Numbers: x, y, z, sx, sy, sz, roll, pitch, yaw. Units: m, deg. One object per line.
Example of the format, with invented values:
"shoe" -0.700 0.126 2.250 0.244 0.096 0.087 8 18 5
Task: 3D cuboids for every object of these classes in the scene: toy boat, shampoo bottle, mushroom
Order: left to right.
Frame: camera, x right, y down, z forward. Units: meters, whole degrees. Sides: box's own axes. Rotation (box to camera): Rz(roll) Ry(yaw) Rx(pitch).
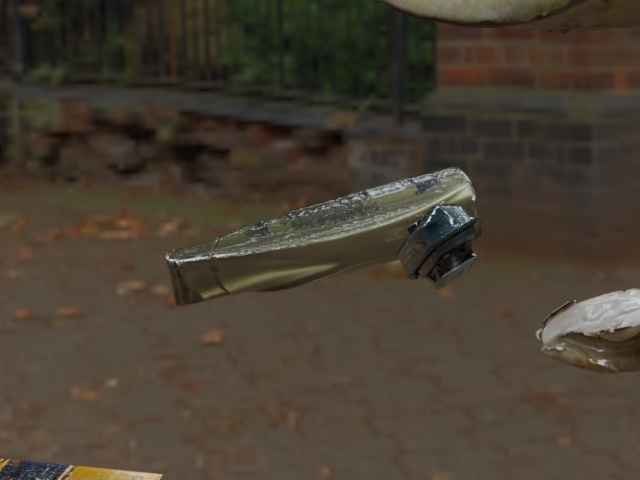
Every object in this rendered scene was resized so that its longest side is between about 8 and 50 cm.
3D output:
"shampoo bottle" 0.000 0.000 2.046 0.350 0.084 0.125 -15 17 -9
"toy boat" 0.099 0.000 1.482 0.055 0.060 0.141 -31 -7 -11
"mushroom" 0.341 0.103 2.015 0.210 0.094 0.072 -16 38 50

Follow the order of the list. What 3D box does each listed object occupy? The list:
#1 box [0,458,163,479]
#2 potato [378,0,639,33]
"box" -0.276 0.262 1.670 0.237 0.070 0.152 5 21 15
"potato" 0.196 -0.351 1.151 0.319 0.442 0.385 -9 -8 -46
